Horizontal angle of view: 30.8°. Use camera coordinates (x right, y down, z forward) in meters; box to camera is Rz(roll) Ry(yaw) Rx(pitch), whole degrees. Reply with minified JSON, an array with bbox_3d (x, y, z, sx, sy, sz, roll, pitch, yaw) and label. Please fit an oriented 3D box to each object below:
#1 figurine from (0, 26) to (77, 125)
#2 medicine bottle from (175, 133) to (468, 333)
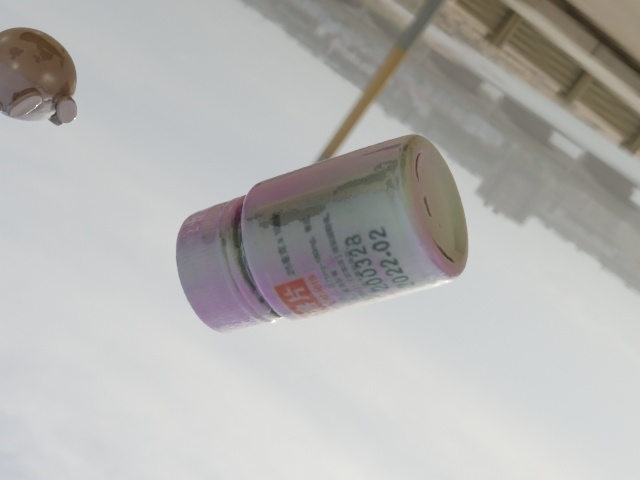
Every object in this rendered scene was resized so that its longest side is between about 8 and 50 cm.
[{"bbox_3d":[-0.364,-0.202,1.432,0.138,0.125,0.125,50,-164,30],"label":"figurine"},{"bbox_3d":[0.000,0.000,1.681,0.219,0.388,0.219,44,-143,-48],"label":"medicine bottle"}]
